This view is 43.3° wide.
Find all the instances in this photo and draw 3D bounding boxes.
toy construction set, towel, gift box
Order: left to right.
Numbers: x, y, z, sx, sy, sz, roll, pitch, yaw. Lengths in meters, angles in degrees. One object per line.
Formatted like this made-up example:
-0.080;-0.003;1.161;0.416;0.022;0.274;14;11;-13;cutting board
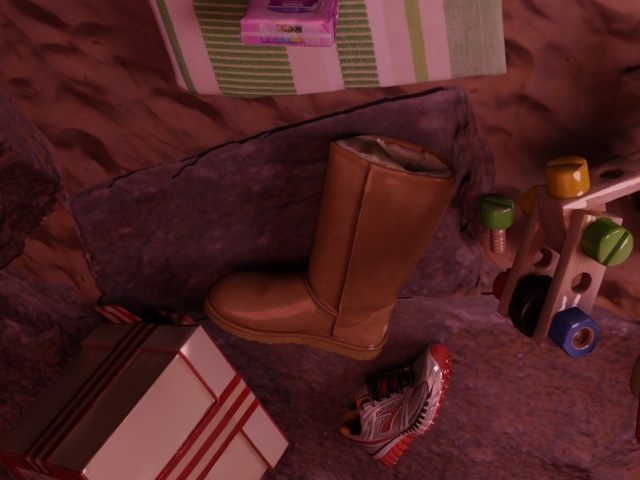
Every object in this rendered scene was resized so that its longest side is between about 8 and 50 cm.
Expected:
-0.235;0.241;1.043;0.276;0.258;0.255;2;131;41;gift box
-0.007;-0.245;0.721;0.324;0.038;0.248;-4;129;14;towel
0.269;-0.023;0.664;0.257;0.309;0.237;-2;121;9;toy construction set

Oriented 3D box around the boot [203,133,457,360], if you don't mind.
0.000;0.000;0.892;0.236;0.089;0.269;11;129;-4;boot

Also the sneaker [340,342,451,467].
0.092;0.204;1.012;0.092;0.088;0.225;27;129;-3;sneaker

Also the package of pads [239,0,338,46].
-0.026;-0.195;0.709;0.083;0.050;0.032;3;138;9;package of pads
